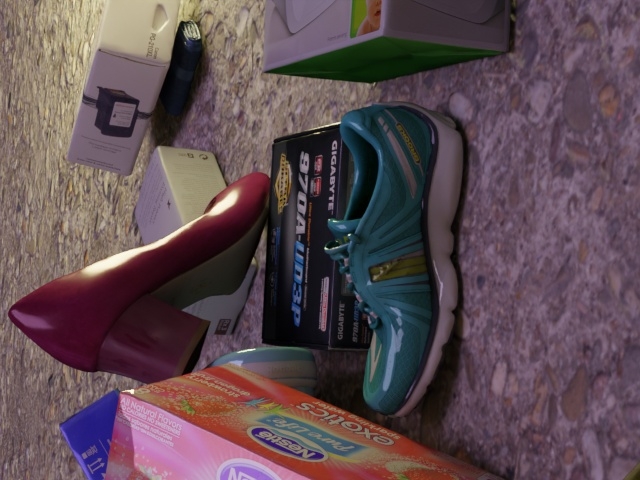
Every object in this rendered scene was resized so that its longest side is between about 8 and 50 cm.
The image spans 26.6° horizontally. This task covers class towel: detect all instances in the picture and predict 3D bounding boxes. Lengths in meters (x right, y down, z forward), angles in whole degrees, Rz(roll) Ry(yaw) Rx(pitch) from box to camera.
[{"bbox_3d":[-0.186,-0.232,1.826,0.067,0.029,0.119,-115,39,-50],"label":"towel"}]

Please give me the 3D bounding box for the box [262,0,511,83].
[{"bbox_3d":[0.057,-0.270,1.204,0.262,0.126,0.231,-178,90,-65],"label":"box"}]

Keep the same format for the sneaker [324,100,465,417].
[{"bbox_3d":[0.053,0.016,1.179,0.107,0.110,0.275,172,101,-64],"label":"sneaker"}]

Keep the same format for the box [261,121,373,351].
[{"bbox_3d":[0.000,0.000,1.362,0.175,0.051,0.220,177,97,-65],"label":"box"}]

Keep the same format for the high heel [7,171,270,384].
[{"bbox_3d":[-0.169,0.006,1.415,0.377,0.181,0.127,-64,-5,-59],"label":"high heel"}]

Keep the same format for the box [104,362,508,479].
[{"bbox_3d":[-0.018,0.221,1.093,0.300,0.154,0.142,19,106,32],"label":"box"}]

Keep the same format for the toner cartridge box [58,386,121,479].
[{"bbox_3d":[-0.133,0.325,1.357,0.348,0.075,0.165,53,173,29],"label":"toner cartridge box"}]

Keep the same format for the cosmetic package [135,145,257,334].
[{"bbox_3d":[-0.158,-0.002,1.663,0.231,0.085,0.117,-114,37,-48],"label":"cosmetic package"}]

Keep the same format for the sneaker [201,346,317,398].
[{"bbox_3d":[-0.085,0.242,1.353,0.319,0.127,0.208,131,134,-63],"label":"sneaker"}]

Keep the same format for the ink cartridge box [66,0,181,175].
[{"bbox_3d":[-0.272,-0.233,1.869,0.237,0.100,0.172,120,160,-49],"label":"ink cartridge box"}]

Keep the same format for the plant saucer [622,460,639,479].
[{"bbox_3d":[0.237,0.224,0.824,0.188,0.045,0.188,119,146,-41],"label":"plant saucer"}]
